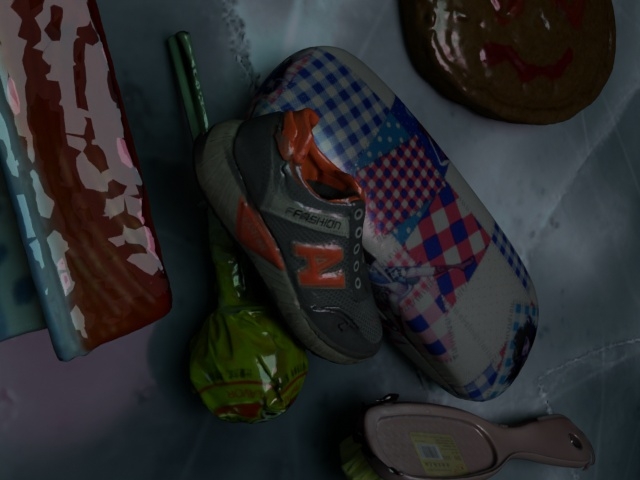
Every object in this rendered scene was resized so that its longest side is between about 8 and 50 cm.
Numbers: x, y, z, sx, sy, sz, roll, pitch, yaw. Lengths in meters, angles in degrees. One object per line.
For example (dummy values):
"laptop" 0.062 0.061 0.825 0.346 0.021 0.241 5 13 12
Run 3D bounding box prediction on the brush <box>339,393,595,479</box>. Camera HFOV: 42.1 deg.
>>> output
"brush" 0.128 0.177 0.695 0.312 0.067 0.072 11 45 -43

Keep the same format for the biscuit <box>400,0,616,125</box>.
"biscuit" 0.180 -0.232 0.750 0.273 0.049 0.257 -9 94 -39

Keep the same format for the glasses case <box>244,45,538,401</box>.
"glasses case" 0.066 -0.004 0.634 0.327 0.076 0.125 48 60 -28

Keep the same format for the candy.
"candy" -0.065 -0.009 0.550 0.077 0.073 0.262 -13 89 -56

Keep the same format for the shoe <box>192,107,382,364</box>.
"shoe" 0.001 0.001 0.520 0.194 0.077 0.074 57 26 -26

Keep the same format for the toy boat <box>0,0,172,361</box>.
"toy boat" -0.176 -0.103 0.419 0.133 0.145 0.332 -14 98 -9
